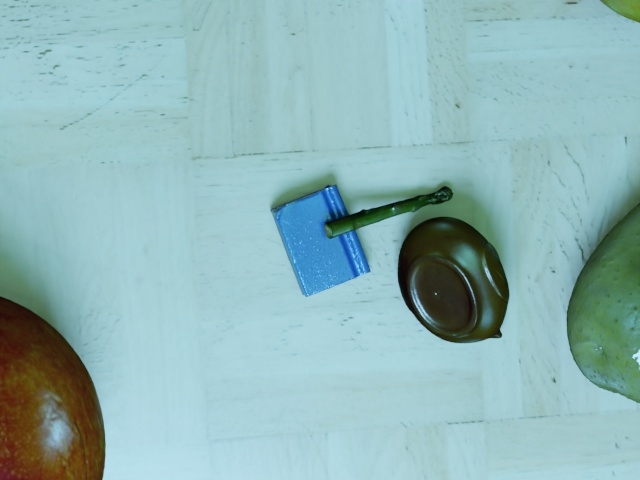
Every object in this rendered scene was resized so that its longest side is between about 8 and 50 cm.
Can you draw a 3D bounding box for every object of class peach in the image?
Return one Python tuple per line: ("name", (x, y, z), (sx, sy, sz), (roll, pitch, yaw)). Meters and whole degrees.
("peach", (-0.302, 0.153, 1.593), (0.249, 0.275, 0.245), (-30, 100, -11))

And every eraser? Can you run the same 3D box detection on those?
("eraser", (0.000, 0.000, 1.746), (0.063, 0.027, 0.084), (-22, 96, -5))

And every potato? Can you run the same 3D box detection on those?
("potato", (0.299, 0.047, 1.729), (0.157, 0.157, 0.194), (17, 89, -8))

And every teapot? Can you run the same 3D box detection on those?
("teapot", (0.123, 0.036, 1.747), (0.098, 0.078, 0.129), (-13, 109, 34))

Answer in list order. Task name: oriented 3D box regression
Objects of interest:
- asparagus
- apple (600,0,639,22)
("asparagus", (0.061, -0.026, 1.743), (0.127, 0.018, 0.015), (-18, 122, -23))
("apple", (0.306, -0.295, 1.688), (0.237, 0.207, 0.236), (1, 81, -6))
